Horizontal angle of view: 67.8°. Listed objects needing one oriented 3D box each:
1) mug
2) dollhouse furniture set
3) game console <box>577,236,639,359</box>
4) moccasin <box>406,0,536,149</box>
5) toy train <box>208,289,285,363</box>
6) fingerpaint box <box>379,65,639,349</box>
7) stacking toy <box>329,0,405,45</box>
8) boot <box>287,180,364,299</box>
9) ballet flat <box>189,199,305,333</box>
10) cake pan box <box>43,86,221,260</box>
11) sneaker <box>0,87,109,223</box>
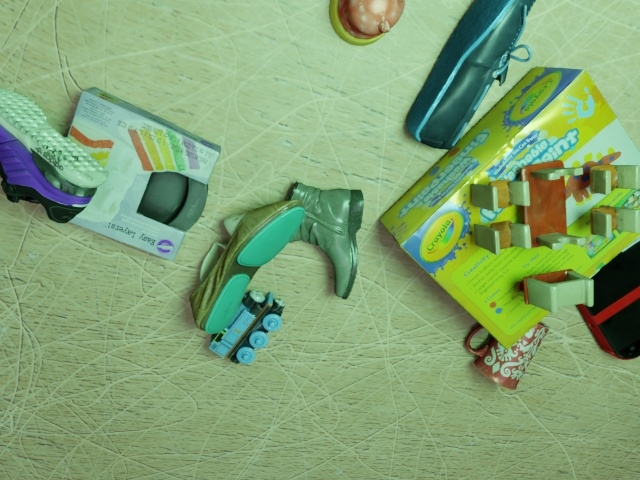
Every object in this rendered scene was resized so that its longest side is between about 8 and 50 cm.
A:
[{"bbox_3d":[0.449,0.250,1.143,0.150,0.113,0.170,24,103,-18],"label":"mug"},{"bbox_3d":[0.412,-0.012,0.867,0.261,0.135,0.260,-9,101,-6],"label":"dollhouse furniture set"},{"bbox_3d":[0.821,0.088,1.170,0.386,0.060,0.342,-37,107,6],"label":"game console"},{"bbox_3d":[0.295,-0.331,0.897,0.116,0.138,0.342,23,120,-21],"label":"moccasin"},{"bbox_3d":[-0.159,0.188,1.045,0.105,0.080,0.184,35,103,-13],"label":"toy train"},{"bbox_3d":[0.415,-0.059,0.987,0.371,0.163,0.445,41,100,-21],"label":"fingerpaint box"},{"bbox_3d":[0.080,-0.516,0.776,0.279,0.130,0.309,-42,112,9],"label":"stacking toy"},{"bbox_3d":[0.000,0.000,1.003,0.160,0.083,0.247,3,105,-2],"label":"boot"},{"bbox_3d":[-0.167,0.030,0.962,0.116,0.124,0.343,8,122,-55],"label":"ballet flat"},{"bbox_3d":[-0.347,-0.115,0.903,0.266,0.070,0.246,24,108,-16],"label":"cake pan box"},{"bbox_3d":[-0.507,-0.139,0.805,0.293,0.102,0.146,41,109,10],"label":"sneaker"}]
